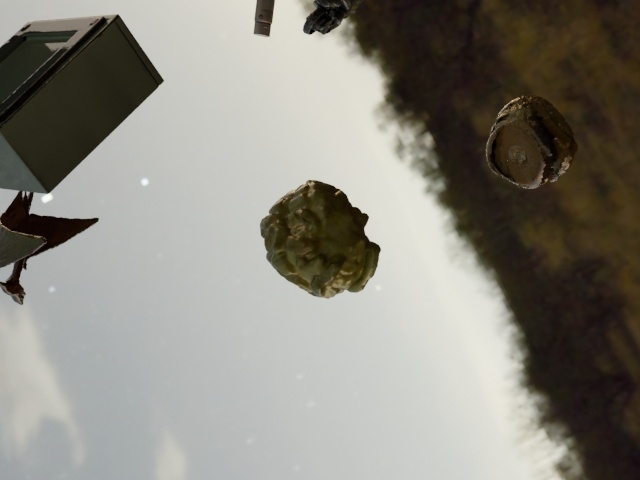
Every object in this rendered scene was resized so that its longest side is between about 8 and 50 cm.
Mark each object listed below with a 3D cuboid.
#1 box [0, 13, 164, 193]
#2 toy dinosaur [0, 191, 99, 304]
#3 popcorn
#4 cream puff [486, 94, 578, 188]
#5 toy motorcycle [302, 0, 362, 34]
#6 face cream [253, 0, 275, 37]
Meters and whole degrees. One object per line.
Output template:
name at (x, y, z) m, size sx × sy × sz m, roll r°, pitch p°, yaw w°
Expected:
box at (-0.367, -0.183, 1.628) m, size 0.225 × 0.225 × 0.117 m, roll 7°, pitch 139°, yaw 48°
toy dinosaur at (-0.425, -0.007, 1.894) m, size 0.327 × 0.113 × 0.206 m, roll 104°, pitch 176°, yaw -69°
popcorn at (0.007, 0.005, 2.200) m, size 0.217 × 0.181 × 0.235 m, roll 39°, pitch -172°, yaw -44°
cream puff at (0.295, -0.141, 1.743) m, size 0.119 × 0.104 × 0.133 m, roll 11°, pitch 120°, yaw 47°
toy motorcycle at (0.035, -0.416, 2.142) m, size 0.061 × 0.124 × 0.193 m, roll 39°, pitch -147°, yaw 9°
face cream at (-0.074, -0.339, 1.725) m, size 0.038 × 0.020 × 0.115 m, roll 6°, pitch -89°, yaw -38°
